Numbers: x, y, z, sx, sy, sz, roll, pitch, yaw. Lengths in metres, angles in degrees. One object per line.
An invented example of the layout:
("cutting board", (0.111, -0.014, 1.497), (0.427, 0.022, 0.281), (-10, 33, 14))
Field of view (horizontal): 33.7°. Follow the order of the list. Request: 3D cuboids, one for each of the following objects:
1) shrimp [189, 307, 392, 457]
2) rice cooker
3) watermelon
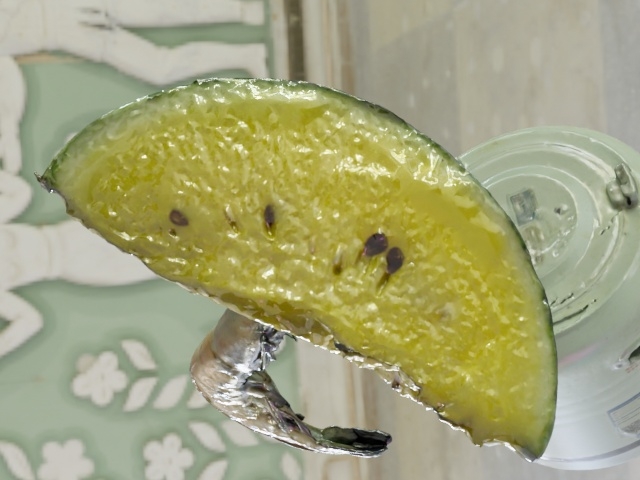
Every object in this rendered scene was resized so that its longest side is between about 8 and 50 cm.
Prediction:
("shrimp", (-0.007, 0.114, 0.931), (0.262, 0.198, 0.051), (-57, 6, 48))
("rice cooker", (0.185, 0.047, 0.803), (0.244, 0.226, 0.226), (52, -165, -45))
("watermelon", (0.000, 0.000, 0.571), (0.129, 0.301, 0.123), (-57, -11, -38))
